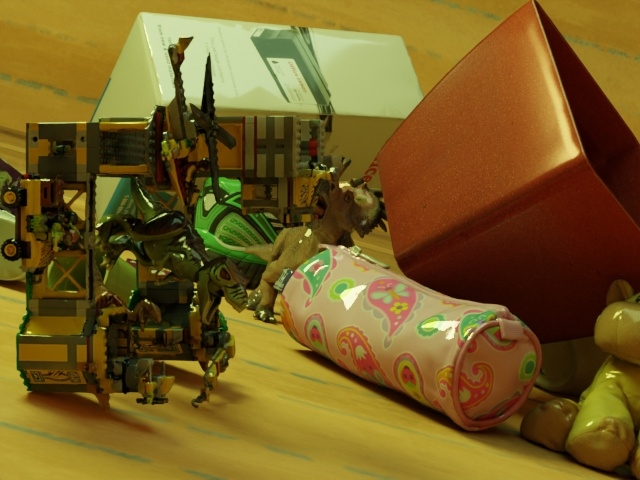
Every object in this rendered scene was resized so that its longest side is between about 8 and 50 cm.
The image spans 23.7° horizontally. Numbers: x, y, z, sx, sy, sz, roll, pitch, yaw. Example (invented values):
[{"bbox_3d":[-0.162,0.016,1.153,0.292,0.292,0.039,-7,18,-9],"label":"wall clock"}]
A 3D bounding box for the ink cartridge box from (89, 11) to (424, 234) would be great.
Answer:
[{"bbox_3d":[-0.091,-0.147,2.084,0.395,0.285,0.166,1,56,-27],"label":"ink cartridge box"}]

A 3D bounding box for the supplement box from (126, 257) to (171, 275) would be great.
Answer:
[{"bbox_3d":[-0.175,0.049,1.542,0.055,0.043,0.083,14,5,-9],"label":"supplement box"}]

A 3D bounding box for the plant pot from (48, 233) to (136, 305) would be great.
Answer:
[{"bbox_3d":[-0.196,0.044,1.398,0.083,0.083,0.079,21,-6,43],"label":"plant pot"}]

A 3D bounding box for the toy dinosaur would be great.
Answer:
[{"bbox_3d":[0.000,0.000,1.732,0.127,0.200,0.295,15,5,-16],"label":"toy dinosaur"}]

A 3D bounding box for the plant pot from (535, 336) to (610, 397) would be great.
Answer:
[{"bbox_3d":[0.317,0.076,1.788,0.191,0.284,0.284,-29,31,-30],"label":"plant pot"}]

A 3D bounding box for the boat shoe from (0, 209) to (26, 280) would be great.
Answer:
[{"bbox_3d":[-0.371,-0.014,1.499,0.227,0.079,0.081,22,-3,9],"label":"boat shoe"}]

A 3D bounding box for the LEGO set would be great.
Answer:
[{"bbox_3d":[-0.087,0.002,1.159,0.192,0.255,0.331,0,-6,13],"label":"LEGO set"}]

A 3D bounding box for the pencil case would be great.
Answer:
[{"bbox_3d":[0.080,0.088,1.489,0.124,0.124,0.284,12,7,-40],"label":"pencil case"}]

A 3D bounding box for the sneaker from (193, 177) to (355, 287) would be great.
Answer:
[{"bbox_3d":[-0.048,-0.012,2.030,0.134,0.146,0.343,19,5,29],"label":"sneaker"}]

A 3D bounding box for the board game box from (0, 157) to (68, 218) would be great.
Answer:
[{"bbox_3d":[-0.426,-0.115,1.577,0.347,0.056,0.208,39,-18,-17],"label":"board game box"}]

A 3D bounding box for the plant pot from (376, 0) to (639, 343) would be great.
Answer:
[{"bbox_3d":[0.211,-0.038,1.614,0.267,0.235,0.267,44,25,-39],"label":"plant pot"}]

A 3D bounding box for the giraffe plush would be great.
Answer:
[{"bbox_3d":[0.307,0.128,1.461,0.181,0.170,0.210,17,5,15],"label":"giraffe plush"}]
